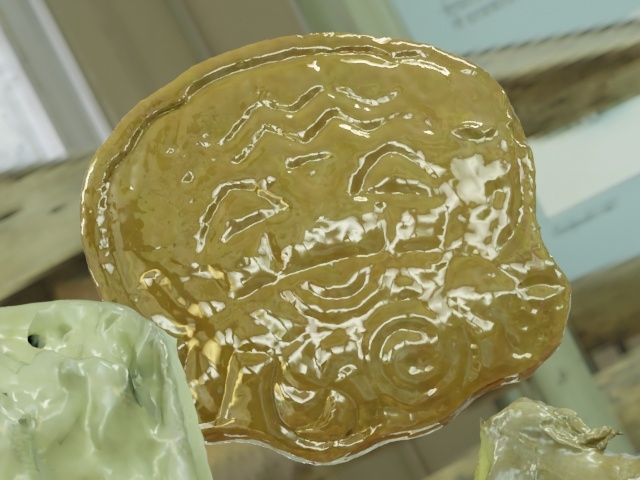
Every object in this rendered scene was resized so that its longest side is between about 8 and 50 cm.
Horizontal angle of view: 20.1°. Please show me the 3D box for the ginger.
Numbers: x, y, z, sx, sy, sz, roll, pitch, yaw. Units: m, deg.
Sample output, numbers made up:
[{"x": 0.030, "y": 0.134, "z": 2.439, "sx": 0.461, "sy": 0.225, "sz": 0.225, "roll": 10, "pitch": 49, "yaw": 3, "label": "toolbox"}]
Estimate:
[{"x": 0.194, "y": 0.183, "z": 1.235, "sx": 0.213, "sy": 0.137, "sz": 0.074, "roll": 7, "pitch": 17, "yaw": 29, "label": "ginger"}]

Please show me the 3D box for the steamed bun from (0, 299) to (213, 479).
[{"x": -0.161, "y": 0.170, "z": 0.696, "sx": 0.272, "sy": 0.290, "sz": 0.273, "roll": -7, "pitch": 4, "yaw": -7, "label": "steamed bun"}]

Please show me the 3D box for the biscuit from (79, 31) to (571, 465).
[{"x": 0.000, "y": -0.001, "z": 1.510, "sx": 0.385, "sy": 0.365, "sz": 0.062, "roll": -17, "pitch": -14, "yaw": -2, "label": "biscuit"}]
